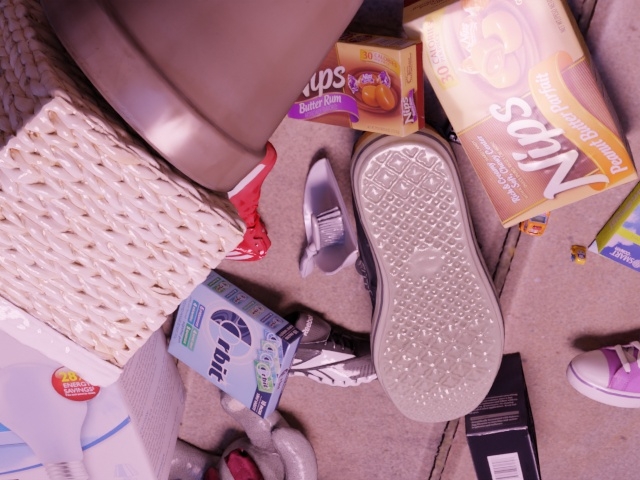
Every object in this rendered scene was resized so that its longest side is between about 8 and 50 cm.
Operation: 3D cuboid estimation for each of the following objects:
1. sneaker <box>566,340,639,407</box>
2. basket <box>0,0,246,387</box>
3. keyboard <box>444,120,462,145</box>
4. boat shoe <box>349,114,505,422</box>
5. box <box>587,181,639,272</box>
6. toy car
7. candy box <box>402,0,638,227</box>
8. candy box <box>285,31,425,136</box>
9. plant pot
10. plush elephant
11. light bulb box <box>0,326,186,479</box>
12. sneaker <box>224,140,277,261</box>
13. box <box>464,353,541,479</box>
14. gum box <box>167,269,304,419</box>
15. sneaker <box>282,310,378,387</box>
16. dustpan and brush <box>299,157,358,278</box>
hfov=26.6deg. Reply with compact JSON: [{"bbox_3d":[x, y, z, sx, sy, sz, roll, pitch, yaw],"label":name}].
[{"bbox_3d":[0.496,0.150,1.929,0.282,0.102,0.161,1,125,-9],"label":"sneaker"},{"bbox_3d":[-0.314,-0.071,1.578,0.266,0.328,0.331,-45,128,11],"label":"basket"},{"bbox_3d":[0.250,-0.123,1.777,0.180,0.023,0.108,18,127,-9],"label":"keyboard"},{"bbox_3d":[0.139,0.038,1.826,0.187,0.156,0.500,-10,124,5],"label":"boat shoe"},{"bbox_3d":[0.454,-0.020,1.828,0.109,0.042,0.178,23,125,-13],"label":"box"},{"bbox_3d":[0.325,-0.011,1.846,0.122,0.040,0.060,25,126,-14],"label":"toy car"},{"bbox_3d":[0.248,-0.186,1.672,0.183,0.087,0.316,-21,119,18],"label":"candy box"},{"bbox_3d":[0.037,-0.195,1.648,0.186,0.053,0.109,13,117,35],"label":"candy box"},{"bbox_3d":[-0.107,-0.262,1.548,0.280,0.323,0.323,-39,117,11],"label":"plant pot"},{"bbox_3d":[-0.106,0.429,2.086,0.272,0.255,0.330,-35,118,27],"label":"plush elephant"},{"bbox_3d":[-0.419,0.187,1.944,0.358,0.225,0.361,-7,128,10],"label":"light bulb box"},{"bbox_3d":[-0.098,-0.051,1.837,0.128,0.087,0.221,28,137,-26],"label":"sneaker"},{"bbox_3d":[0.268,0.279,2.001,0.093,0.158,0.156,-9,126,11],"label":"box"},{"bbox_3d":[-0.125,0.147,1.951,0.184,0.041,0.157,33,129,17],"label":"gum box"},{"bbox_3d":[-0.004,0.153,1.977,0.234,0.078,0.106,2,130,5],"label":"sneaker"},{"bbox_3d":[0.000,0.000,1.851,0.060,0.147,0.211,-15,156,-8],"label":"dustpan and brush"}]
